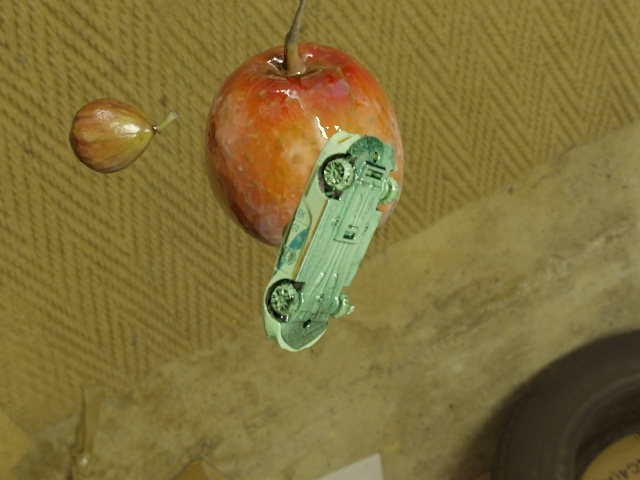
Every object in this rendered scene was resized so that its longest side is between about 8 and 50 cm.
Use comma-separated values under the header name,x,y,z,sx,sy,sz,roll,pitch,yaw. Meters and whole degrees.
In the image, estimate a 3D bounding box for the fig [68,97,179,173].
name,x,y,z,sx,sy,sz,roll,pitch,yaw
fig,-0.225,-0.125,0.869,0.125,0.089,0.089,-4,126,20

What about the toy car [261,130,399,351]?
name,x,y,z,sx,sy,sz,roll,pitch,yaw
toy car,0.000,0.000,0.599,0.093,0.058,0.186,8,107,-57

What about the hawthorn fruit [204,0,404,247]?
name,x,y,z,sx,sy,sz,roll,pitch,yaw
hawthorn fruit,-0.027,-0.117,0.868,0.235,0.231,0.263,-22,90,18
